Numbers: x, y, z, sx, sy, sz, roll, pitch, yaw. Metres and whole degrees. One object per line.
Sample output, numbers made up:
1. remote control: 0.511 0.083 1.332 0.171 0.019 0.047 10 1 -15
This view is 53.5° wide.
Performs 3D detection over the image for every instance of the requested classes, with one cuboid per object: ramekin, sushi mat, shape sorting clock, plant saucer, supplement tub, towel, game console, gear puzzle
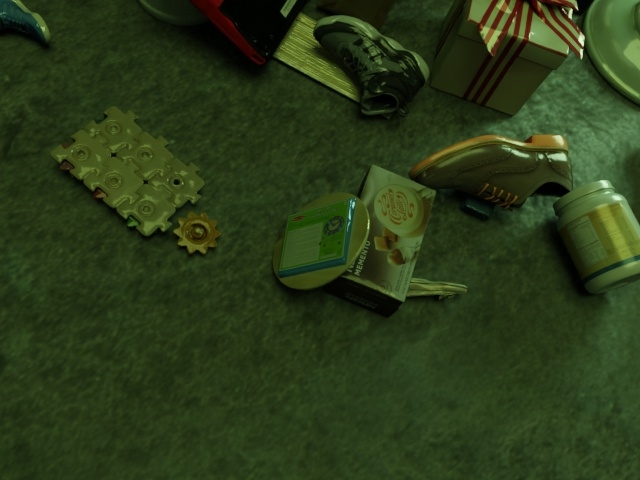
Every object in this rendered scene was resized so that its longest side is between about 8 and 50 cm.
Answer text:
1. ramekin: -0.299 -0.578 1.362 0.207 0.109 0.207 5 65 -11
2. sushi mat: 0.045 -0.394 1.410 0.316 0.019 0.151 28 65 0
3. shape sorting clock: 0.000 0.000 1.152 0.040 0.206 0.206 40 54 -43
4. plant saucer: 0.868 -0.509 1.603 0.400 0.100 0.400 5 65 -11
5. supplement tub: 0.571 -0.006 1.289 0.144 0.144 0.200 -12 70 -17
6. towel: 0.344 -0.101 1.343 0.067 0.029 0.119 27 63 2
7. game console: -0.170 -0.599 1.336 0.342 0.060 0.386 44 51 -28
8. gear puzzle: -0.318 -0.098 1.189 0.339 0.044 0.175 40 63 3

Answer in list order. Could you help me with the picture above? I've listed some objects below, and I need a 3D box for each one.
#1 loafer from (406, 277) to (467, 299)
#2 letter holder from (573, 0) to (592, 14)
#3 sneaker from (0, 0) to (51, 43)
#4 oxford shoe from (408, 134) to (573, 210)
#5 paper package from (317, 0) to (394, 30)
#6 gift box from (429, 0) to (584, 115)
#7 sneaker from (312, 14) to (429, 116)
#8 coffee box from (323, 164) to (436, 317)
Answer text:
1. loafer: 0.219 0.098 1.225 0.125 0.045 0.039 8 82 -2
2. letter holder: 0.656 -0.753 1.548 0.152 0.302 0.214 15 64 -6
3. sneaker: -0.606 -0.428 1.252 0.152 0.058 0.084 44 59 13
4. oxford shoe: 0.354 -0.128 1.273 0.363 0.130 0.133 -8 74 -15
5. paper package: 0.149 -0.684 1.398 0.168 0.309 0.325 26 64 -6
6. gift box: 0.403 -0.439 1.378 0.255 0.258 0.276 13 64 -6
7. sneaker: 0.091 -0.361 1.337 0.268 0.101 0.153 26 63 -4
8. coffee box: 0.113 0.000 1.207 0.141 0.098 0.246 23 64 -3
